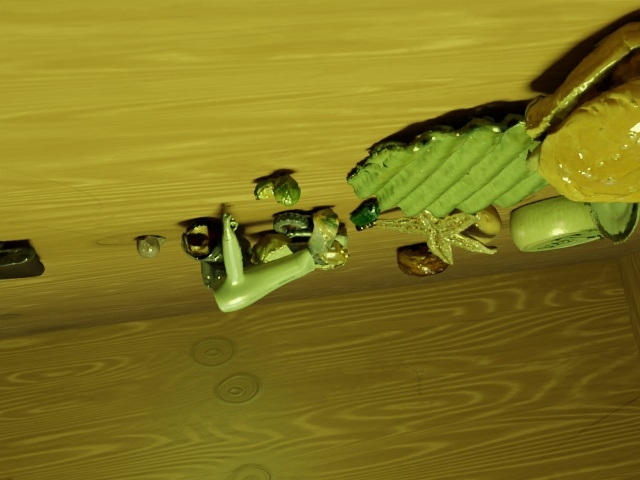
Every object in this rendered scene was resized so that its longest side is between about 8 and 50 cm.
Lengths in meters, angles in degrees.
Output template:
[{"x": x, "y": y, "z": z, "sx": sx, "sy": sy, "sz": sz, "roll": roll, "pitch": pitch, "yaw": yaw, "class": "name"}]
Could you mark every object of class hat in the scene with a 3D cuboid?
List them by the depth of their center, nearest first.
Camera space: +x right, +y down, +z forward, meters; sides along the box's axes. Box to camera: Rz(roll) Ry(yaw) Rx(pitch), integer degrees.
[{"x": -0.346, "y": 0.017, "z": 1.427, "sx": 0.058, "sy": 0.042, "sz": 0.087, "roll": -8, "pitch": 171, "yaw": -3, "class": "hat"}]

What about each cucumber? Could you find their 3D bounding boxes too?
[{"x": 0.095, "y": -0.055, "z": 1.414, "sx": 0.039, "sy": 0.039, "sz": 0.168, "roll": -6, "pitch": 173, "yaw": -14, "class": "cucumber"}]

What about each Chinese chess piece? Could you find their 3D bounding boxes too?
[{"x": 0.598, "y": -0.044, "z": 1.732, "sx": 0.250, "sy": 0.101, "sz": 0.250, "roll": -9, "pitch": 169, "yaw": -2, "class": "Chinese chess piece"}]

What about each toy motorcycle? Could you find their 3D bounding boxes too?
[{"x": 0.000, "y": -0.001, "z": 1.433, "sx": 0.130, "sy": 0.094, "sz": 0.229, "roll": -12, "pitch": 151, "yaw": 20, "class": "toy motorcycle"}]

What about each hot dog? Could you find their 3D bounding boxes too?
[{"x": 0.312, "y": 0.063, "z": 2.113, "sx": 0.161, "sy": 0.099, "sz": 0.227, "roll": -7, "pitch": 172, "yaw": -6, "class": "hot dog"}]

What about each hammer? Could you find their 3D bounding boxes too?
[{"x": 0.160, "y": -0.040, "z": 1.622, "sx": 0.178, "sy": 0.021, "sz": 0.065, "roll": -3, "pitch": 170, "yaw": -43, "class": "hammer"}]

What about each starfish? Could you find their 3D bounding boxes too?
[{"x": 0.246, "y": -0.010, "z": 1.455, "sx": 0.295, "sy": 0.048, "sz": 0.231, "roll": -5, "pitch": 143, "yaw": 47, "class": "starfish"}]

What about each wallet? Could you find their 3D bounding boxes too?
[{"x": -0.635, "y": 0.047, "z": 1.348, "sx": 0.182, "sy": 0.049, "sz": 0.229, "roll": -6, "pitch": 172, "yaw": -16, "class": "wallet"}]

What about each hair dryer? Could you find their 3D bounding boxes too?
[{"x": -0.125, "y": 0.020, "z": 1.305, "sx": 0.206, "sy": 0.075, "sz": 0.237, "roll": -24, "pitch": 138, "yaw": -7, "class": "hair dryer"}]

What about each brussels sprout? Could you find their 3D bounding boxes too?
[{"x": -0.068, "y": -0.081, "z": 1.089, "sx": 0.083, "sy": 0.051, "sz": 0.046, "roll": 15, "pitch": 156, "yaw": 38, "class": "brussels sprout"}]

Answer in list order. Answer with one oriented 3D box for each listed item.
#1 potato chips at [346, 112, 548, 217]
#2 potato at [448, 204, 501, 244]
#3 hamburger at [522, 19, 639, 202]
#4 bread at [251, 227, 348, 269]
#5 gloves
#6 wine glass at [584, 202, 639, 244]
[{"x": 0.234, "y": -0.114, "z": 1.107, "sx": 0.359, "sy": 0.070, "sz": 0.429, "roll": -2, "pitch": 167, "yaw": -12, "class": "potato chips"}, {"x": 0.329, "y": -0.042, "z": 1.500, "sx": 0.112, "sy": 0.112, "sz": 0.147, "roll": -14, "pitch": 160, "yaw": 28, "class": "potato"}, {"x": 0.383, "y": -0.137, "z": 0.801, "sx": 0.260, "sy": 0.144, "sz": 0.283, "roll": -6, "pitch": 166, "yaw": -14, "class": "hamburger"}, {"x": -0.044, "y": 0.019, "z": 1.574, "sx": 0.232, "sy": 0.088, "sz": 0.128, "roll": -10, "pitch": 148, "yaw": -17, "class": "bread"}, {"x": -0.196, "y": 0.033, "z": 1.425, "sx": 0.142, "sy": 0.119, "sz": 0.285, "roll": 18, "pitch": 160, "yaw": 12, "class": "gloves"}, {"x": 0.698, "y": -0.091, "z": 1.305, "sx": 0.357, "sy": 0.190, "sz": 0.190, "roll": -2, "pitch": 170, "yaw": -8, "class": "wine glass"}]
